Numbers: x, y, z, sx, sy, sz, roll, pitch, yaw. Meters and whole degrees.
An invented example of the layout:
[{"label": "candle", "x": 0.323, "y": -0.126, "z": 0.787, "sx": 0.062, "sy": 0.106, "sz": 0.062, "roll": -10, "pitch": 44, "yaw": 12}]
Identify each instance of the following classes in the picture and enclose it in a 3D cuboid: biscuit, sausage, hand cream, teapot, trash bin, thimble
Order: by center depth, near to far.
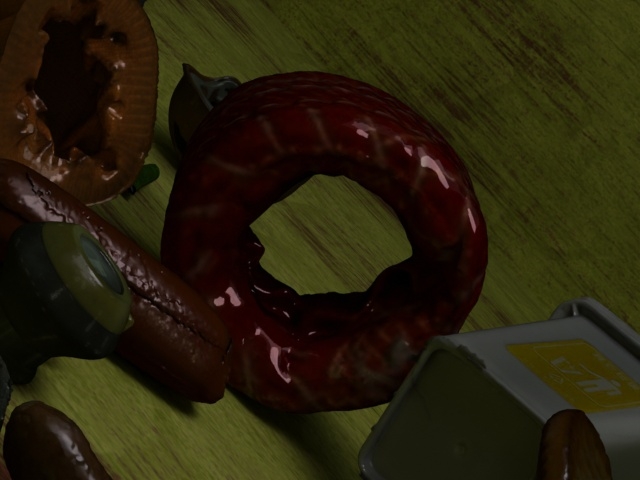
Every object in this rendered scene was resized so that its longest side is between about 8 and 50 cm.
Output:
[{"label": "teapot", "x": -0.222, "y": 0.058, "z": 1.580, "sx": 0.130, "sy": 0.119, "sz": 0.165, "roll": 61, "pitch": 10, "yaw": 28}, {"label": "biscuit", "x": 0.238, "y": 0.306, "z": 1.673, "sx": 0.318, "sy": 0.040, "sz": 0.318, "roll": -8, "pitch": 90, "yaw": -74}, {"label": "sausage", "x": -0.204, "y": 0.038, "z": 1.761, "sx": 0.330, "sy": 0.102, "sz": 0.102, "roll": 40, "pitch": 14, "yaw": -25}, {"label": "trash bin", "x": 0.217, "y": 0.231, "z": 1.971, "sx": 0.256, "sy": 0.296, "sz": 0.367, "roll": 43, "pitch": 20, "yaw": 29}, {"label": "thimble", "x": 0.000, "y": 0.000, "z": 2.004, "sx": 0.350, "sy": 0.350, "sz": 0.230, "roll": 43, "pitch": 11, "yaw": -10}, {"label": "hand cream", "x": -0.217, "y": -0.075, "z": 2.227, "sx": 0.036, "sy": 0.023, "sz": 0.122, "roll": 46, "pitch": 13, "yaw": 2}]

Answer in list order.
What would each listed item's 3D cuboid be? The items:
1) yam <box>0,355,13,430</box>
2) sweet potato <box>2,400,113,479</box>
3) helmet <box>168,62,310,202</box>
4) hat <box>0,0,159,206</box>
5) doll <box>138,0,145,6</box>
[{"label": "yam", "x": -0.265, "y": 0.121, "z": 1.280, "sx": 0.107, "sy": 0.107, "sz": 0.183, "roll": 43, "pitch": 10, "yaw": -10}, {"label": "sweet potato", "x": -0.113, "y": 0.266, "z": 1.299, "sx": 0.354, "sy": 0.106, "sz": 0.095, "roll": 49, "pitch": -24, "yaw": -6}, {"label": "helmet", "x": -0.117, "y": -0.123, "z": 2.463, "sx": 0.224, "sy": 0.130, "sz": 0.198, "roll": 29, "pitch": 14, "yaw": -22}, {"label": "hat", "x": -0.322, "y": -0.178, "z": 2.021, "sx": 0.233, "sy": 0.233, "sz": 0.244, "roll": 21, "pitch": -21, "yaw": 44}, {"label": "doll", "x": -0.341, "y": -0.288, "z": 2.309, "sx": 0.246, "sy": 0.158, "sz": 0.340, "roll": 46, "pitch": 40, "yaw": -21}]
